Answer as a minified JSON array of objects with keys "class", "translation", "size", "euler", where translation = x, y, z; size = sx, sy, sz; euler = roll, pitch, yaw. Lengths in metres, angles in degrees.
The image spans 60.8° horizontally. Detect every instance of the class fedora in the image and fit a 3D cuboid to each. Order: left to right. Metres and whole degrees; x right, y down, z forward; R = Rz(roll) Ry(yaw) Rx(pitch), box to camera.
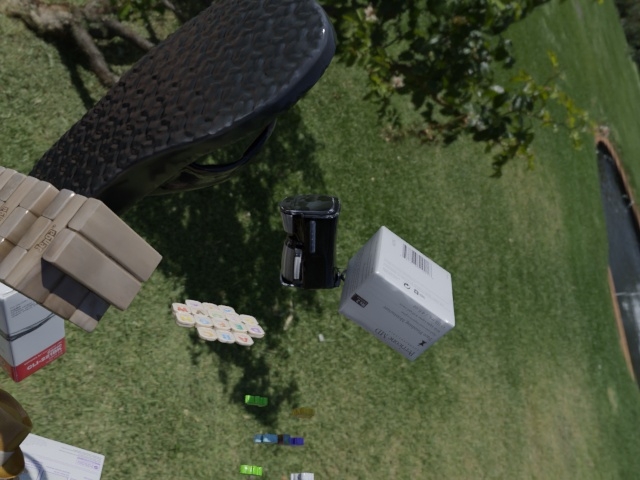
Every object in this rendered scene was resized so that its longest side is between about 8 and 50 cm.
[{"class":"fedora","translation":[-0.532,0.293,0.880],"size":[0.079,0.194,0.194],"euler":[-45,120,-14]}]

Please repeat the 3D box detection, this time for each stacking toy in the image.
[{"class":"stacking toy","translation":[-0.099,0.461,1.263],"size":[0.221,0.052,0.166],"euler":[27,52,-40]}]

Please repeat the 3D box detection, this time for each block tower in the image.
[{"class":"block tower","translation":[-0.314,-0.018,0.523],"size":[0.090,0.336,0.097],"euler":[-60,147,-21]}]

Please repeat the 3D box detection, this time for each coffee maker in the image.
[{"class":"coffee maker","translation":[0.000,0.000,1.121],"size":[0.171,0.120,0.178],"euler":[-7,121,-17]}]

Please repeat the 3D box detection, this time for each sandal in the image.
[{"class":"sandal","translation":[-0.161,-0.115,0.597],"size":[0.107,0.446,0.167],"euler":[26,47,-51]}]

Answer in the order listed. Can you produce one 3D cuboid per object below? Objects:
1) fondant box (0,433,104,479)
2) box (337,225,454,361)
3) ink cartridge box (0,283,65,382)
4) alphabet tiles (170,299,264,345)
[{"class":"fondant box","translation":[-0.567,0.520,1.038],"size":[0.238,0.096,0.330],"euler":[27,10,-19]},{"class":"box","translation":[0.147,0.098,1.047],"size":[0.181,0.119,0.181],"euler":[34,30,-10]},{"class":"ink cartridge box","translation":[-0.592,0.106,1.031],"size":[0.197,0.272,0.114],"euler":[38,45,17]},{"class":"alphabet tiles","translation":[-0.324,0.253,1.729],"size":[0.284,0.278,0.021],"euler":[14,101,-26]}]
